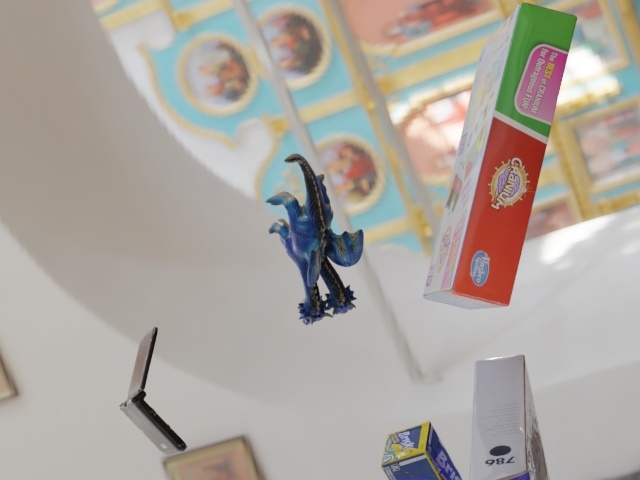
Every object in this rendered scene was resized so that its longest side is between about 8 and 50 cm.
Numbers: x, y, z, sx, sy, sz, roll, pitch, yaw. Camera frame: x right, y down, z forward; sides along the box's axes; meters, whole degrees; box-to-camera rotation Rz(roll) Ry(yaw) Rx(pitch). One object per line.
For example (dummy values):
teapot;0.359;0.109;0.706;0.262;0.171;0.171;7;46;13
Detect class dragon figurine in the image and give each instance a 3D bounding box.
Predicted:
dragon figurine;0.000;0.000;1.871;0.144;0.085;0.289;56;158;23

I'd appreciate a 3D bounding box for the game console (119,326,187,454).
game console;-0.159;0.153;1.476;0.107;0.071;0.122;46;164;-2

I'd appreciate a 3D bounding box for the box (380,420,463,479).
box;0.126;0.278;1.573;0.169;0.054;0.059;60;-158;-22

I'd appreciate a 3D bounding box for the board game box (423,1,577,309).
board game box;0.194;-0.083;1.647;0.242;0.064;0.316;137;147;-86

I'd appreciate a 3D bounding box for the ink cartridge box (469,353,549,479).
ink cartridge box;0.194;0.259;1.497;0.332;0.065;0.165;-70;-31;-67
